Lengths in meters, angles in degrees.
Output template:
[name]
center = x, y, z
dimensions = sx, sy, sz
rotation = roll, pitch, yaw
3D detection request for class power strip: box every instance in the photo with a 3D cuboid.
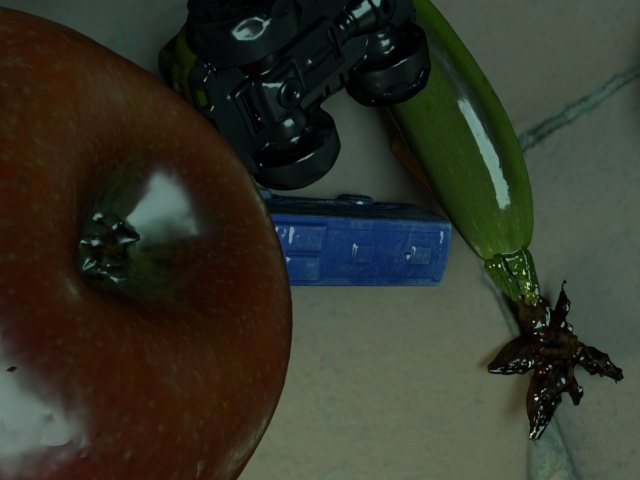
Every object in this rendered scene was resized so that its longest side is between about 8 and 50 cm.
[power strip]
center = 0.139, -0.061, 0.748
dimensions = 0.178, 0.028, 0.049
rotation = 42, 77, -27

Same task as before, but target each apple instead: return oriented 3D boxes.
[apple]
center = -0.188, 0.042, 0.415
dimensions = 0.348, 0.276, 0.349
rotation = 36, 43, -44

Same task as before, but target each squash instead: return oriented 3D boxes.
[squash]
center = 0.125, -0.096, 0.664
dimensions = 0.094, 0.094, 0.341
rotation = -30, 92, -21

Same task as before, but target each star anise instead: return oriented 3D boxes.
[star anise]
center = 0.256, 0.139, 0.827
dimensions = 0.157, 0.053, 0.212
rotation = -45, 117, -16

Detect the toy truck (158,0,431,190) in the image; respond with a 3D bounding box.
[toy truck]
center = -0.031, -0.155, 0.553
dimensions = 0.224, 0.165, 0.147
rotation = -46, 137, -23

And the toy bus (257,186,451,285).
[toy bus]
center = 0.001, -0.002, 0.644
dimensions = 0.236, 0.094, 0.079
rotation = 2, 97, -29
